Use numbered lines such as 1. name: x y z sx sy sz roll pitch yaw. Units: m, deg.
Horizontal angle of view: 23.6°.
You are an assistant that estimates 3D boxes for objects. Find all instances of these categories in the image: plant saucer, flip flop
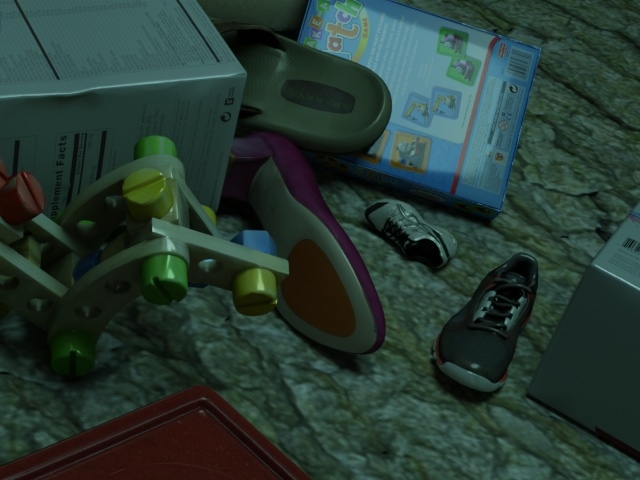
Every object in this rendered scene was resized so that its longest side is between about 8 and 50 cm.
1. plant saucer: -0.075 0.187 0.865 0.259 0.048 0.258 39 37 27
2. flip flop: -0.076 -0.138 1.267 0.277 0.080 0.112 14 74 4

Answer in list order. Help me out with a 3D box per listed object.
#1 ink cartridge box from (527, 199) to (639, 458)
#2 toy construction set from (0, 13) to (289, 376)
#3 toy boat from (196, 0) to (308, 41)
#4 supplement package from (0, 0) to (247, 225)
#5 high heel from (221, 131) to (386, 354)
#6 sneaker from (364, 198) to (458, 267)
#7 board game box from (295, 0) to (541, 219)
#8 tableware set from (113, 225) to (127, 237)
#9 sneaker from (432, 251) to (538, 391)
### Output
1. ink cartridge box: 0.261 0.062 1.166 0.128 0.127 0.176 29 33 15
2. toy construction set: -0.189 -0.038 0.941 0.328 0.215 0.151 52 27 -34
3. toy boat: -0.061 -0.268 1.498 0.318 0.148 0.267 -24 47 -39
4. supplement package: -0.199 -0.095 1.107 0.244 0.134 0.139 -9 44 -27
5. high heel: 0.000 0.000 1.180 0.117 0.082 0.244 4 31 -46
6. sneaker: 0.072 -0.006 1.254 0.083 0.032 0.037 26 32 10
7. board game box: 0.073 -0.125 1.342 0.211 0.039 0.160 18 74 -6
8. tableware set: -0.174 -0.050 1.195 0.154 0.024 0.104 32 37 16
9. sneaker: 0.130 0.054 1.164 0.061 0.065 0.158 24 32 6
